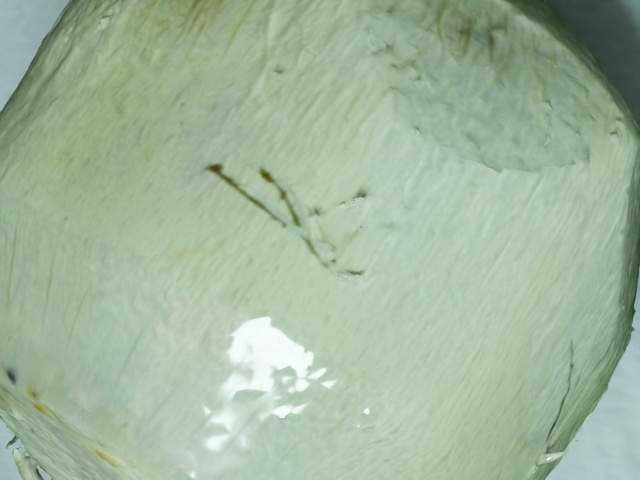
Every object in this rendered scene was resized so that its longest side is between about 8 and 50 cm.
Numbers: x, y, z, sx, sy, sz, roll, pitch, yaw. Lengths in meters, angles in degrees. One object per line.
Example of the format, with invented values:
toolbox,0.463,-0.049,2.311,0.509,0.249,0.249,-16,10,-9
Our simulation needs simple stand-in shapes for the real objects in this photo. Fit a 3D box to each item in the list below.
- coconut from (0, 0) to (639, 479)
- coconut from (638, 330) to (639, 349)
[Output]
coconut,0.000,0.000,0.996,0.346,0.360,0.346,31,160,13
coconut,0.226,0.046,0.993,0.116,0.122,0.116,18,126,25
